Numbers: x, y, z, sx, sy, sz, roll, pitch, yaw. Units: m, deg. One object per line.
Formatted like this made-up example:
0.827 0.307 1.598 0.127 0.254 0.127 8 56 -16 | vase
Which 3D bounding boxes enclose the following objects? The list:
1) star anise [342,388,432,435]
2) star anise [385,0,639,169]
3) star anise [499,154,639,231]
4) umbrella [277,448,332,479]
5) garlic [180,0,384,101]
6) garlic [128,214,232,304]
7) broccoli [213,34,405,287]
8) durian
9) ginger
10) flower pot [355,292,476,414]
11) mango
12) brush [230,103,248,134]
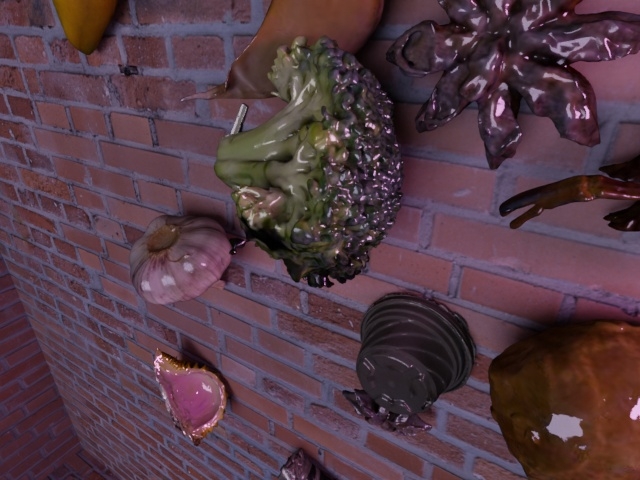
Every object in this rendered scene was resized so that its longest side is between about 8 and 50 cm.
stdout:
0.139 0.373 0.862 0.195 0.065 0.182 10 149 23 | star anise
0.225 -0.237 0.480 0.332 0.118 0.331 20 128 28 | star anise
0.389 -0.039 0.449 0.347 0.148 0.237 5 113 19 | star anise
0.035 0.742 1.126 0.358 0.113 0.106 32 106 17 | umbrella
-0.053 -0.314 0.588 0.339 0.196 0.151 -30 78 43 | garlic
-0.308 0.064 0.970 0.245 0.244 0.253 13 152 29 | garlic
-0.028 -0.101 0.587 0.281 0.293 0.347 6 122 28 | broccoli
-0.422 0.473 1.286 0.305 0.186 0.195 53 150 6 | durian
0.369 0.217 0.551 0.269 0.223 0.200 -31 82 47 | ginger
0.158 0.228 0.755 0.236 0.141 0.235 15 122 26 | flower pot
-0.499 -0.534 0.836 0.176 0.119 0.317 46 139 3 | mango
-0.166 -0.239 0.819 0.016 0.013 0.083 35 121 9 | brush
